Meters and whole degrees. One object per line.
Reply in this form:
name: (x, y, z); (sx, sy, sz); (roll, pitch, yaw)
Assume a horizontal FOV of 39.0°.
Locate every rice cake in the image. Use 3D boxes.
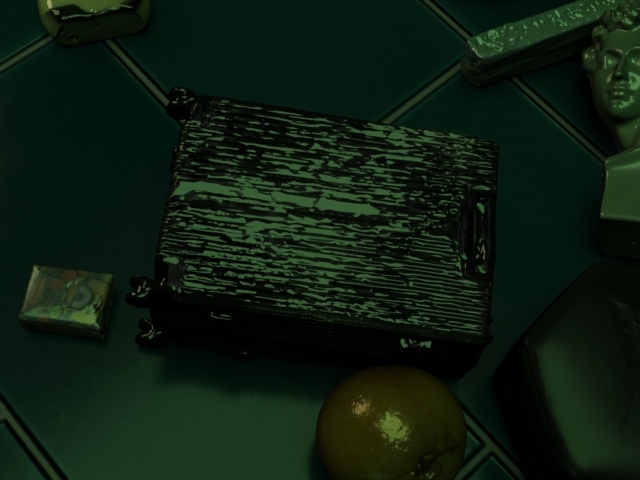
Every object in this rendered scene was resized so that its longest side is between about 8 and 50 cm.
rice cake: (0.266, -0.235, 1.044); (0.226, 0.085, 0.040); (-20, 72, -12)

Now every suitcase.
suitcase: (0.000, 0.000, 0.885); (0.334, 0.152, 0.230); (8, 66, -3)

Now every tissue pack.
tissue pack: (-0.251, 0.061, 0.898); (0.083, 0.035, 0.063); (7, 65, -1)

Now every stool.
stool: (0.281, 0.144, 0.840); (0.232, 0.141, 0.232); (2, 66, -4)

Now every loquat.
loquat: (0.066, 0.177, 0.812); (0.141, 0.141, 0.141); (2, 65, -3)

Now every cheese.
cheese: (-0.282, -0.348, 1.073); (0.127, 0.054, 0.252); (-13, 66, -9)

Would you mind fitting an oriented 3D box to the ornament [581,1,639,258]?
ornament: (0.352, -0.116, 0.981); (0.120, 0.130, 0.285); (-3, 73, 13)
